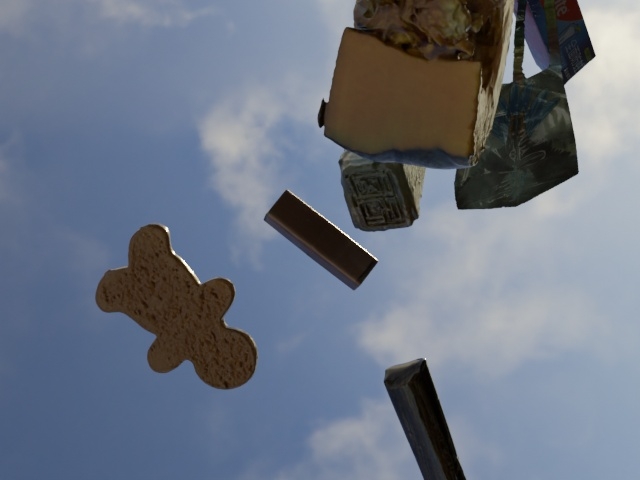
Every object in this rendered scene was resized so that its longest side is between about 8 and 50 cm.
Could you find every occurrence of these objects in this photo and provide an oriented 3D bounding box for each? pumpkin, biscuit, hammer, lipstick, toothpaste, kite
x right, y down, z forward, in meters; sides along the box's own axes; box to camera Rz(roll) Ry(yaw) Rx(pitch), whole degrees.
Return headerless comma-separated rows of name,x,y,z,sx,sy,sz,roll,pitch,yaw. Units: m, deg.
pumpkin,0.078,-0.167,0.870,0.280,0.139,0.190,49,-123,-72
biscuit,-0.186,0.104,1.467,0.250,0.165,0.036,41,-169,5
hammer,0.170,0.339,1.507,0.408,0.243,0.095,67,-151,-26
lipstick,0.000,0.000,1.334,0.145,0.045,0.045,38,-103,1
toothpaste,0.332,-0.335,1.575,0.066,0.076,0.320,49,-175,28
kite,0.214,-0.173,1.217,0.015,0.169,0.309,-132,25,-57

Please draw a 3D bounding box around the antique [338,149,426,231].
antique,0.127,-0.161,1.982,0.284,0.125,0.150,-72,-30,-47
